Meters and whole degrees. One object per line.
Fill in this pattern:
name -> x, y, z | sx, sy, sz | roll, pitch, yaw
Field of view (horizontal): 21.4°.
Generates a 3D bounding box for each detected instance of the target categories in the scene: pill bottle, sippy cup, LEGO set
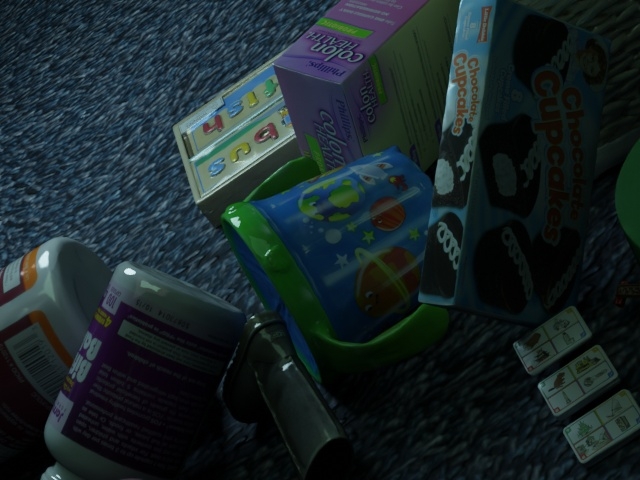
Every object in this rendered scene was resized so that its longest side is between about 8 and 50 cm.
pill bottle -> -0.217, 0.190, 1.955 | 0.169, 0.169, 0.302 | 25, 91, 57
sippy cup -> 0.037, 0.013, 1.960 | 0.224, 0.305, 0.240 | -31, -13, -9
LEGO set -> 0.334, 0.104, 1.692 | 0.244, 0.060, 0.182 | -36, 41, 8
pill bottle -> -0.442, 0.181, 2.225 | 0.392, 0.224, 0.224 | -30, 31, 13

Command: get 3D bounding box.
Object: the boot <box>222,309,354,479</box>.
boot -> -0.033, 0.205, 1.885 | 0.076, 0.190, 0.208 | -19, 52, -23

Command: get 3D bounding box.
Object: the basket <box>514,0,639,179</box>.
basket -> 0.352, -0.312, 2.006 | 0.328, 0.266, 0.331 | -32, 29, 12

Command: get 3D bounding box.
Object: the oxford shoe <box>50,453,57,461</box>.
oxford shoe -> -0.235, 0.217, 2.111 | 0.227, 0.083, 0.096 | -26, 18, 14

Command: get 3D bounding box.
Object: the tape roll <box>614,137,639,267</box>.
tape roll -> 0.454, -0.058, 1.665 | 0.321, 0.077, 0.321 | -21, 34, 16

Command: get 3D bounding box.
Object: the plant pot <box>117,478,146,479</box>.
plant pot -> -0.169, 0.370, 1.720 | 0.180, 0.201, 0.201 | 27, 67, 41

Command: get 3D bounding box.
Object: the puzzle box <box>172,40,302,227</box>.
puzzle box -> -0.025, -0.207, 2.479 | 0.409, 0.052, 0.272 | -35, 31, 6

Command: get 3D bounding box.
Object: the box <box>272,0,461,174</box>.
box -> 0.081, -0.195, 2.134 | 0.117, 0.214, 0.243 | 20, 53, 36

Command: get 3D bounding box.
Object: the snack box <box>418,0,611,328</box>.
snack box -> 0.207, -0.077, 1.772 | 0.060, 0.187, 0.322 | 1, 81, 49
